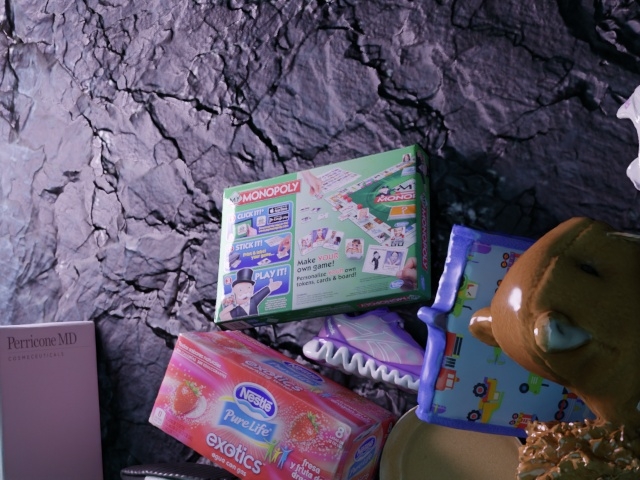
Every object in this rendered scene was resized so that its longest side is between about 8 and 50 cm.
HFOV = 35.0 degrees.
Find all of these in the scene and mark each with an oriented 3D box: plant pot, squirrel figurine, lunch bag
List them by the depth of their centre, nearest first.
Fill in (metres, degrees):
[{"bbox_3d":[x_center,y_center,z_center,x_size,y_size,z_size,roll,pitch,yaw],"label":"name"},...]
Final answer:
[{"bbox_3d":[0.326,0.173,1.024,0.370,0.281,0.397,23,88,-15],"label":"squirrel figurine"},{"bbox_3d":[0.237,0.111,1.172,0.138,0.293,0.221,20,98,57],"label":"lunch bag"},{"bbox_3d":[0.184,0.324,1.334,0.236,0.032,0.236,1,92,36],"label":"plant pot"}]

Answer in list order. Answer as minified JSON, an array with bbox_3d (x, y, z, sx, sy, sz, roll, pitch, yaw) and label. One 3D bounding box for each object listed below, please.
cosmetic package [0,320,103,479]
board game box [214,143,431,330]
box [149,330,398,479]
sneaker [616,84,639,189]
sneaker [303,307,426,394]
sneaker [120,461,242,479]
[{"bbox_3d":[-0.471,0.359,1.589,0.161,0.230,0.453,-7,86,27],"label":"cosmetic package"},{"bbox_3d":[0.000,0.000,1.419,0.317,0.046,0.213,-11,63,28],"label":"board game box"},{"bbox_3d":[-0.066,0.249,1.421,0.300,0.154,0.142,25,99,28],"label":"box"},{"bbox_3d":[0.458,-0.064,1.193,0.152,0.114,0.305,-35,68,37],"label":"sneaker"},{"bbox_3d":[0.095,0.145,1.379,0.236,0.095,0.104,16,77,24],"label":"sneaker"},{"bbox_3d":[-0.160,0.407,1.480,0.330,0.122,0.146,6,89,29],"label":"sneaker"}]
